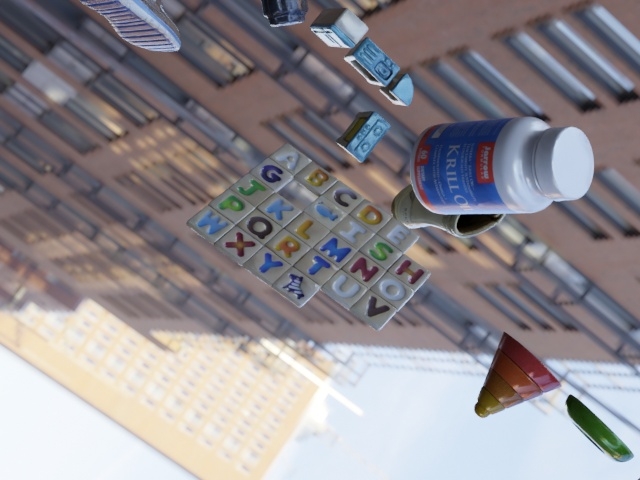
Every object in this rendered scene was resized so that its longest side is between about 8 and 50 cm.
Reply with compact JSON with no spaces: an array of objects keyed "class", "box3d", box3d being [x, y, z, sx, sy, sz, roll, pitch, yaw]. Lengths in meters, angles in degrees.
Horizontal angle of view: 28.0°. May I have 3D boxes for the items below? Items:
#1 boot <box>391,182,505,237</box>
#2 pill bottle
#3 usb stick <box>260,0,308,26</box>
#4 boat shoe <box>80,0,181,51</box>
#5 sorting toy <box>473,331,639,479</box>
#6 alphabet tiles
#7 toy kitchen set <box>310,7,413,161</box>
[{"class":"boot","box3d":[0.272,-0.102,2.250,0.262,0.095,0.203,-37,-156,-20]},{"class":"pill bottle","box3d":[0.234,-0.096,1.654,0.221,0.124,0.124,-1,-129,46]},{"class":"usb stick","box3d":[-0.059,-0.368,1.366,0.045,0.278,0.077,-9,-172,16]},{"class":"boat shoe","box3d":[-0.211,-0.275,1.462,0.066,0.183,0.066,2,-107,25]},{"class":"sorting toy","box3d":[0.355,0.295,1.886,0.126,0.127,0.365,-44,-122,-1]},{"class":"alphabet tiles","box3d":[0.000,0.000,1.436,0.198,0.237,0.009,-42,163,-44]},{"class":"toy kitchen set","box3d":[0.047,-0.258,2.144,0.166,0.207,0.122,-51,-161,-5]}]
